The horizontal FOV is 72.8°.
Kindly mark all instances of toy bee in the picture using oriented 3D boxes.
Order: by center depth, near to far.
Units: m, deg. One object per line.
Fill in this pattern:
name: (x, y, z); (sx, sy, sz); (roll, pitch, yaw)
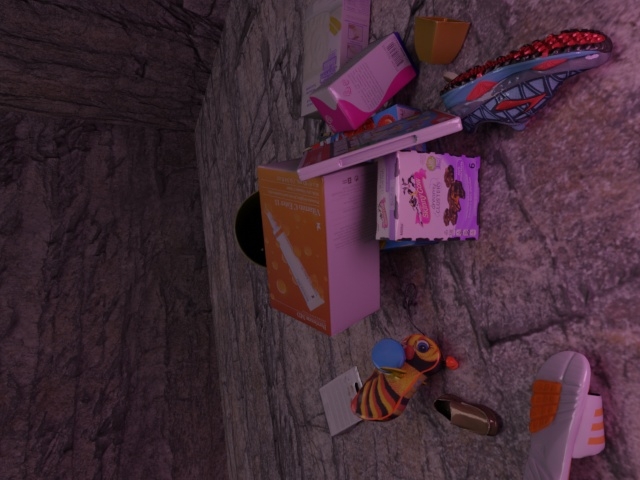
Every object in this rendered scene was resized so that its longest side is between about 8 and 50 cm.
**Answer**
toy bee: (0.189, 0.256, 0.902); (0.162, 0.195, 0.298); (21, 98, 36)

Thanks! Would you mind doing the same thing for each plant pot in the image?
plant pot: (0.243, -0.411, 0.896); (0.081, 0.081, 0.083); (-127, 33, -50)
plant pot: (-0.166, -0.019, 1.529); (0.293, 0.275, 0.275); (143, 124, -76)

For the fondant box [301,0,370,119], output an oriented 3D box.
fondant box: (0.038, -0.542, 1.276); (0.238, 0.096, 0.330); (12, 101, 62)

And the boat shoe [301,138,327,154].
boat shoe: (-0.006, -0.267, 1.280); (0.133, 0.049, 0.042); (-9, 109, 56)

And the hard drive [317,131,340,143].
hard drive: (0.052, -0.145, 1.276); (0.237, 0.064, 0.339); (21, 109, 61)

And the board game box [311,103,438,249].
board game box: (0.116, -0.122, 1.043); (0.302, 0.086, 0.308); (-13, 82, 51)

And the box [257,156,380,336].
box: (0.000, 0.000, 0.974); (0.215, 0.168, 0.345); (16, 117, 44)

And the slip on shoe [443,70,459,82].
slip on shoe: (0.283, -0.293, 0.845); (0.135, 0.051, 0.041); (50, 128, 42)

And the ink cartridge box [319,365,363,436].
ink cartridge box: (0.079, 0.465, 1.260); (0.179, 0.045, 0.145); (-42, 50, 32)

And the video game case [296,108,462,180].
video game case: (0.100, -0.186, 0.821); (0.204, 0.285, 0.025); (-84, -24, -69)

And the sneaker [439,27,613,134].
sneaker: (0.337, -0.250, 0.716); (0.262, 0.104, 0.125); (-5, 125, 49)

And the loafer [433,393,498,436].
loafer: (0.277, 0.341, 0.842); (0.148, 0.050, 0.056); (-7, 84, 63)

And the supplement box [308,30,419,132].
supplement box: (0.099, -0.361, 1.003); (0.111, 0.220, 0.114); (53, 164, -23)

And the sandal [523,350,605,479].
sandal: (0.364, 0.297, 0.643); (0.102, 0.076, 0.265); (171, 111, -84)

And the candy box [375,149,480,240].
candy box: (0.205, -0.081, 0.827); (0.070, 0.196, 0.165); (-174, 84, -65)
